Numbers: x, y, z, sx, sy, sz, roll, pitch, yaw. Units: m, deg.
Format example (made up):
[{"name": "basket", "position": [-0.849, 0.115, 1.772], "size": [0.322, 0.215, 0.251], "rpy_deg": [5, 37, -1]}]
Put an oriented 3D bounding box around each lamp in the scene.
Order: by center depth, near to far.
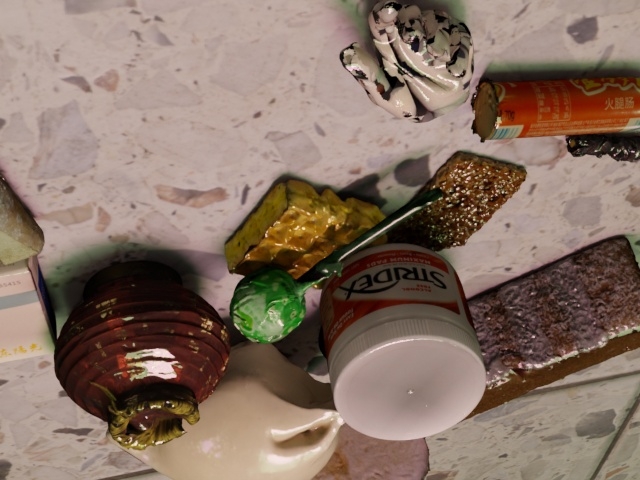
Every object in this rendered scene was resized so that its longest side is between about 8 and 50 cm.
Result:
[{"name": "lamp", "position": [-0.234, 0.154, 1.395], "size": [0.247, 0.247, 0.247], "rpy_deg": [-11, 144, -8]}]

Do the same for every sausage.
[{"name": "sausage", "position": [0.318, -0.166, 1.305], "size": [0.264, 0.083, 0.083], "rpy_deg": [-5, 143, -18]}]

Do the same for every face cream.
[{"name": "face cream", "position": [0.105, 0.132, 1.395], "size": [0.201, 0.187, 0.201], "rpy_deg": [-3, 130, -4]}]

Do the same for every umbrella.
[{"name": "umbrella", "position": [0.397, -0.126, 1.419], "size": [0.144, 0.040, 0.037], "rpy_deg": [2, 132, -26]}]

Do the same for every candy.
[{"name": "candy", "position": [0.022, 0.026, 1.356], "size": [0.323, 0.097, 0.097], "rpy_deg": [-34, 142, 13]}]

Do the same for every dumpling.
[{"name": "dumpling", "position": [-0.117, 0.272, 1.610], "size": [0.395, 0.233, 0.315], "rpy_deg": [-13, 177, 8]}]

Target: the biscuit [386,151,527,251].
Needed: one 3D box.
[{"name": "biscuit", "position": [0.174, -0.030, 1.471], "size": [0.131, 0.026, 0.237], "rpy_deg": [12, 135, -32]}]

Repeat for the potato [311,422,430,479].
[{"name": "potato", "position": [0.035, 0.440, 1.870], "size": [0.299, 0.246, 0.196], "rpy_deg": [-2, 134, -15]}]

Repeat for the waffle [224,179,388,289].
[{"name": "waffle", "position": [0.000, 0.000, 1.417], "size": [0.211, 0.055, 0.160], "rpy_deg": [12, 137, -33]}]

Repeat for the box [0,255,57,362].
[{"name": "box", "position": [-0.524, 0.099, 1.337], "size": [0.343, 0.065, 0.200], "rpy_deg": [-9, 144, -9]}]

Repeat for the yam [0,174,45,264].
[{"name": "yam", "position": [-0.381, -0.035, 1.210], "size": [0.068, 0.068, 0.169], "rpy_deg": [-18, 144, 3]}]

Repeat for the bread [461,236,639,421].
[{"name": "bread", "position": [0.324, 0.152, 1.662], "size": [0.416, 0.165, 0.113], "rpy_deg": [-26, 149, 12]}]

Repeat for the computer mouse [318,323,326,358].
[{"name": "computer mouse", "position": [0.100, 0.109, 1.574], "size": [0.233, 0.096, 0.137], "rpy_deg": [-31, 135, 23]}]

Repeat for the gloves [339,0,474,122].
[{"name": "gloves", "position": [0.100, -0.206, 1.139], "size": [0.127, 0.111, 0.212], "rpy_deg": [1, 152, 19]}]
